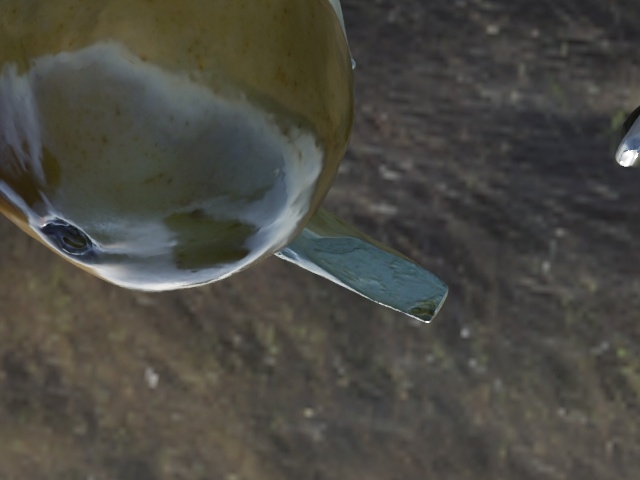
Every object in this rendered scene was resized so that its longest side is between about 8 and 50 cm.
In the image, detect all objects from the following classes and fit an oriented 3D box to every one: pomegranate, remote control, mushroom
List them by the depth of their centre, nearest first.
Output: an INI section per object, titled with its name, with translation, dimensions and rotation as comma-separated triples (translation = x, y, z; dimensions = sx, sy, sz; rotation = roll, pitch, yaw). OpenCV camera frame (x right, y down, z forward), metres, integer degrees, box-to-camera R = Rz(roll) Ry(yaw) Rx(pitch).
[pomegranate]
translation = -0.093, -0.079, 1.024
dimensions = 0.233, 0.233, 0.233
rotation = 7, 157, 3
[remote control]
translation = 0.342, -0.178, 1.680
dimensions = 0.029, 0.261, 0.067
rotation = 35, 168, 9
[mushroom]
translation = -0.001, 0.000, 2.276
dimensions = 0.333, 0.087, 0.107
rotation = 28, -176, 10

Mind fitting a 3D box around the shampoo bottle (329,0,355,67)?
[shampoo bottle]
translation = 0.010, -0.191, 1.873
dimensions = 0.049, 0.141, 0.034
rotation = -32, 138, 20
